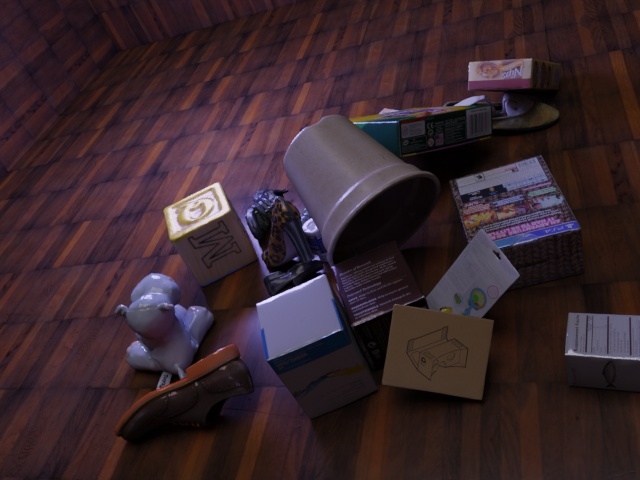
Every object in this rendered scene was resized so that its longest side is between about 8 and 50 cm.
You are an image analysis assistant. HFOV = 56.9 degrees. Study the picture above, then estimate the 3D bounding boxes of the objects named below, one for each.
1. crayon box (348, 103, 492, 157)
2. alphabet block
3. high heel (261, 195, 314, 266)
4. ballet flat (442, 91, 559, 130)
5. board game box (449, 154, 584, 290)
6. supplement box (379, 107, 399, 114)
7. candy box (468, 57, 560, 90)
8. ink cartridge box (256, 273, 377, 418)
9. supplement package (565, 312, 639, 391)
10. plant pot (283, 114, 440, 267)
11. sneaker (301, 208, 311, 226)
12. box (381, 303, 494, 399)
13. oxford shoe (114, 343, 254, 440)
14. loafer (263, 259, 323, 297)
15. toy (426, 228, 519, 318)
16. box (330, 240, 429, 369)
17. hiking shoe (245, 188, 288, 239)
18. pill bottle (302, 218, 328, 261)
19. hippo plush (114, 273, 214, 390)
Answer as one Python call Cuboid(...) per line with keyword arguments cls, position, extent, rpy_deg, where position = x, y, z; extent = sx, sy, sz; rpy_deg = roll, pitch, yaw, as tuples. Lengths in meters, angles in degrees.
Cuboid(cls="crayon box", position=(0.256, -0.322, 1.714), extent=(0.363, 0.105, 0.313), rpy_deg=(-16, 19, -33))
Cuboid(cls="alphabet block", position=(-0.327, -0.019, 1.753), extent=(0.194, 0.197, 0.192), rpy_deg=(-28, 39, -4))
Cuboid(cls="high heel", position=(-0.120, -0.026, 1.625), extent=(0.093, 0.186, 0.261), rpy_deg=(-29, 11, -31))
Cuboid(cls="ballet flat", position=(0.535, -0.392, 1.794), extent=(0.349, 0.123, 0.123), rpy_deg=(0, 45, 27))
Cuboid(cls="board game box", position=(0.458, -0.040, 1.409), extent=(0.232, 0.141, 0.290), rpy_deg=(-15, 40, 12))
Cuboid(cls="supplement box", position=(0.238, -0.383, 1.952), extent=(0.062, 0.098, 0.036), rpy_deg=(20, 57, 42))
Cuboid(cls="candy box", position=(0.590, -0.493, 1.782), extent=(0.183, 0.087, 0.317), rpy_deg=(7, 14, 34))
Cuboid(cls="ink cartridge box", position=(-0.007, 0.231, 1.270), extent=(0.168, 0.232, 0.171), rpy_deg=(-24, 39, 4))
Cuboid(cls="supplement package", position=(0.557, 0.209, 1.101), extent=(0.180, 0.105, 0.105), rpy_deg=(-1, 44, 27))
Cuboid(cls="plant pot", position=(0.077, -0.141, 1.496), extent=(0.334, 0.333, 0.305), rpy_deg=(-33, 63, -10))
Cuboid(cls="sneaker", position=(-0.035, -0.053, 1.753), extent=(0.192, 0.064, 0.086), rpy_deg=(-40, 33, -19))
Cuboid(cls="box", position=(0.235, 0.224, 1.188), extent=(0.202, 0.021, 0.164), rpy_deg=(9, 87, 4))
Cuboid(cls="oxford shoe", position=(-0.315, 0.381, 1.347), extent=(0.364, 0.130, 0.132), rpy_deg=(-34, 81, 15))
Cuboid(cls="loafer", position=(-0.067, 0.104, 1.597), extent=(0.170, 0.062, 0.061), rpy_deg=(-23, 61, 4))
Cuboid(cls="toy", position=(0.330, 0.106, 1.276), extent=(0.056, 0.237, 0.136), rpy_deg=(4, 43, -38))
Cuboid(cls="box", position=(0.145, 0.145, 1.339), extent=(0.167, 0.168, 0.203), rpy_deg=(-24, 38, 3))
Cuboid(cls="hiking shoe", position=(-0.161, -0.094, 1.841), extent=(0.114, 0.086, 0.226), rpy_deg=(-15, 39, 18))
Cuboid(cls="pill bottle", position=(0.000, 0.000, 1.620), extent=(0.067, 0.120, 0.067), rpy_deg=(-15, 40, 13))
Cuboid(cls="hippo plush", position=(-0.429, 0.222, 1.498), extent=(0.235, 0.236, 0.294), rpy_deg=(-13, 40, 14))
